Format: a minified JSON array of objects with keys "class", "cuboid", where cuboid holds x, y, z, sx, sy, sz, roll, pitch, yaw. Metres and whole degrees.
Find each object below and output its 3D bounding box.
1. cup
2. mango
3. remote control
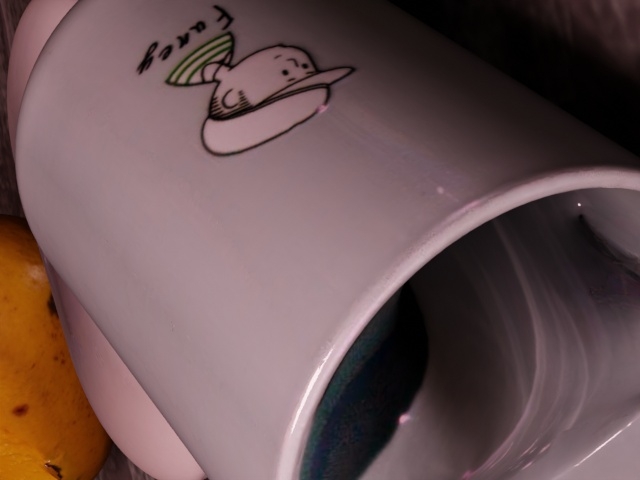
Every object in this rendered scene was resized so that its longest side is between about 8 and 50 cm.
[{"class":"cup","cuboid":[0.000,0.000,0.696,0.312,0.206,0.205,42,139,47]},{"class":"mango","cuboid":[-0.230,0.082,1.200,0.290,0.160,0.191,90,-175,-60]},{"class":"remote control","cuboid":[-0.127,-0.005,1.046,0.221,0.104,0.332,-37,70,66]}]
